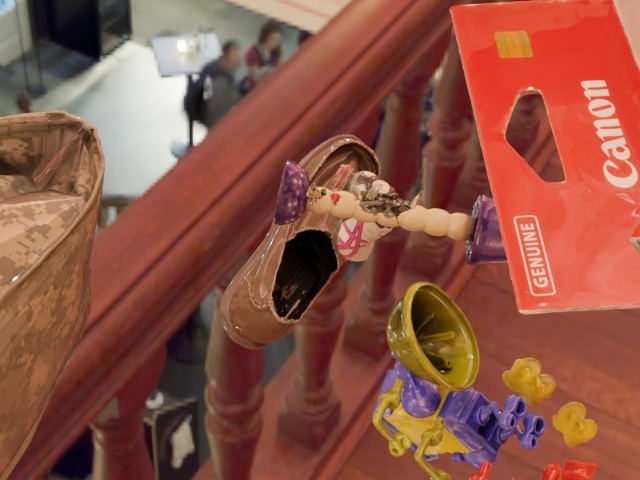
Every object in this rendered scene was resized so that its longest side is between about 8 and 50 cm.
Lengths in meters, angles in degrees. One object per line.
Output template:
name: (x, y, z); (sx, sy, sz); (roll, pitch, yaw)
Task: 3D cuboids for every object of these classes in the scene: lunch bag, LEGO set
lunch bag: (-0.275, 0.055, 0.820); (0.168, 0.235, 0.287); (27, 49, 8)
LEGO set: (0.031, -0.025, 0.753); (0.083, 0.054, 0.024); (-2, 78, 17)

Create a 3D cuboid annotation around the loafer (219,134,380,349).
loafer: (0.000, 0.000, 1.518); (0.134, 0.130, 0.366); (39, 64, -25)

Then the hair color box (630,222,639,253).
hair color box: (0.176, 0.038, 0.294); (0.167, 0.093, 0.053); (45, 69, -15)

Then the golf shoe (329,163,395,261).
golf shoe: (0.059, -0.021, 1.358); (0.085, 0.186, 0.068); (20, 64, 16)

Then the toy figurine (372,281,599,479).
toy figurine: (0.114, 0.204, 1.155); (0.217, 0.362, 0.191); (-4, 52, 48)

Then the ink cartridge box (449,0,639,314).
ink cartridge box: (0.237, -0.089, 0.695); (0.261, 0.066, 0.296); (-2, 50, -4)

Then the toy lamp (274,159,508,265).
toy lamp: (0.092, -0.027, 1.125); (0.274, 0.080, 0.080); (13, 44, 0)
